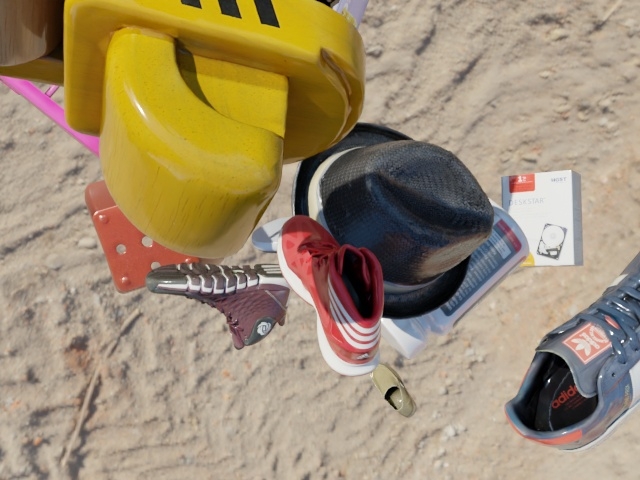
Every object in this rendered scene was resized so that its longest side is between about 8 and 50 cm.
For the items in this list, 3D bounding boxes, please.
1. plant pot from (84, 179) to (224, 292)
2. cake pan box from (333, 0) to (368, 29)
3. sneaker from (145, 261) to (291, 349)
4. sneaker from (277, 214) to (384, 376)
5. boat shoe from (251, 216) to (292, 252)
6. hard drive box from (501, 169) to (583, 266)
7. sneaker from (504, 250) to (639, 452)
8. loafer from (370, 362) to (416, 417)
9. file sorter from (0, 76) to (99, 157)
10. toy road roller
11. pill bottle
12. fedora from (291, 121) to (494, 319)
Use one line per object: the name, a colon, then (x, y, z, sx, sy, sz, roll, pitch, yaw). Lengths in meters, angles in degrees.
plant pot: (-0.374, -0.018, 1.576, 0.267, 0.236, 0.267, -17, 103, -4)
cake pan box: (-0.021, -0.445, 1.227, 0.070, 0.267, 0.246, 33, 74, -45)
sneaker: (-0.186, 0.131, 1.326, 0.281, 0.106, 0.163, 1, 106, -16)
sneaker: (0.019, 0.023, 0.762, 0.087, 0.221, 0.128, -12, 140, -23)
boat shoe: (0.000, 0.000, 1.210, 0.228, 0.080, 0.076, -11, 123, -1)
hard drive box: (0.554, -0.049, 1.774, 0.181, 0.232, 0.089, -4, 174, 35)
sneaker: (0.340, 0.107, 0.805, 0.148, 0.131, 0.350, 13, 114, -38)
loafer: (0.159, 0.329, 1.579, 0.056, 0.148, 0.050, -48, 143, 7)
file sorter: (-0.321, -0.236, 1.015, 0.290, 0.202, 0.182, 39, 84, -4)
toy road roller: (-0.128, -0.129, 0.489, 0.329, 0.241, 0.202, 9, 155, -16)
pill bottle: (0.210, 0.062, 1.233, 0.283, 0.161, 0.161, -42, 123, -8)
fedora: (0.129, -0.043, 1.018, 0.334, 0.334, 0.152, 28, 156, -23)
